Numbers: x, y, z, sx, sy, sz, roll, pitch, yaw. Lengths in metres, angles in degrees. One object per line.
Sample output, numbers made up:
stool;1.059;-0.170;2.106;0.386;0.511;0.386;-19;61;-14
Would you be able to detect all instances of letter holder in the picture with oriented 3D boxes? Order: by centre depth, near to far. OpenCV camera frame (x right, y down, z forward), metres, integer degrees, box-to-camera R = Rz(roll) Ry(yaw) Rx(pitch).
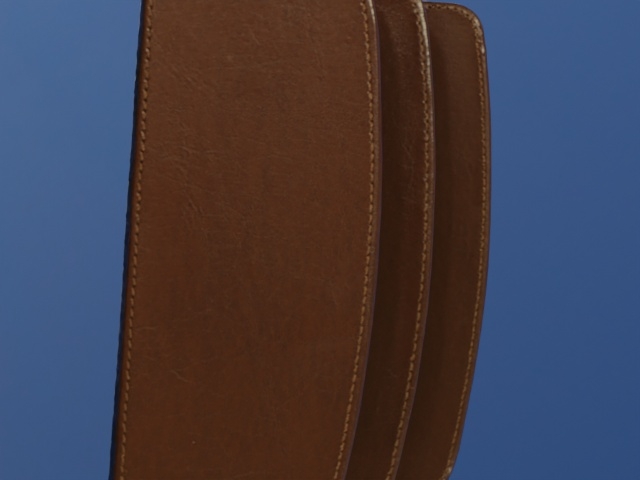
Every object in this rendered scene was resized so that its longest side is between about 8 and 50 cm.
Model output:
letter holder;0.000;0.000;0.882;0.214;0.152;0.302;4;-90;-3
